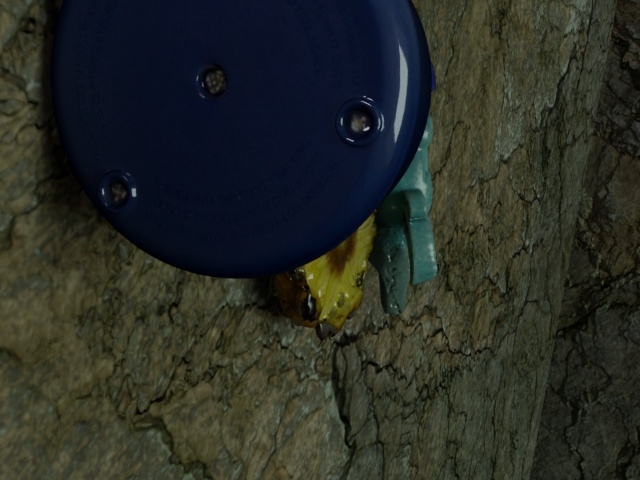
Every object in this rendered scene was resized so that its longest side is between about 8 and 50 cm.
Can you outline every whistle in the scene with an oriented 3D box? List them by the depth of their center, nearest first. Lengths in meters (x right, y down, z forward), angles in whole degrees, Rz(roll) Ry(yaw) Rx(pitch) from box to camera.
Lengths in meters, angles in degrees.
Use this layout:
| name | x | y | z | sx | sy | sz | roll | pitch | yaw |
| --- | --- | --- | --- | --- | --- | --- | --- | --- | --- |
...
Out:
| name | x | y | z | sx | sy | sz | roll | pitch | yaw |
| --- | --- | --- | --- | --- | --- | --- | --- | --- | --- |
| whistle | 0.089 | -0.042 | 1.092 | 0.186 | 0.093 | 0.274 | -114 | -159 | -70 |

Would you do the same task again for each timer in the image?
| name | x | y | z | sx | sy | sz | roll | pitch | yaw |
| --- | --- | --- | --- | --- | --- | --- | --- | --- | --- |
| timer | -0.010 | -0.130 | 0.764 | 0.383 | 0.270 | 0.271 | -22 | 118 | -69 |

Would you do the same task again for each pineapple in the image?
| name | x | y | z | sx | sy | sz | roll | pitch | yaw |
| --- | --- | --- | --- | --- | --- | --- | --- | --- | --- |
| pineapple | 0.000 | 0.000 | 0.974 | 0.225 | 0.076 | 0.225 | 9 | 90 | -66 |

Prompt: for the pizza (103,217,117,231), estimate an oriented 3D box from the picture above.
| name | x | y | z | sx | sy | sz | roll | pitch | yaw |
| --- | --- | --- | --- | --- | --- | --- | --- | --- | --- |
| pizza | -0.156 | -0.045 | 0.731 | 0.037 | 0.016 | 0.083 | 53 | 49 | -53 |
